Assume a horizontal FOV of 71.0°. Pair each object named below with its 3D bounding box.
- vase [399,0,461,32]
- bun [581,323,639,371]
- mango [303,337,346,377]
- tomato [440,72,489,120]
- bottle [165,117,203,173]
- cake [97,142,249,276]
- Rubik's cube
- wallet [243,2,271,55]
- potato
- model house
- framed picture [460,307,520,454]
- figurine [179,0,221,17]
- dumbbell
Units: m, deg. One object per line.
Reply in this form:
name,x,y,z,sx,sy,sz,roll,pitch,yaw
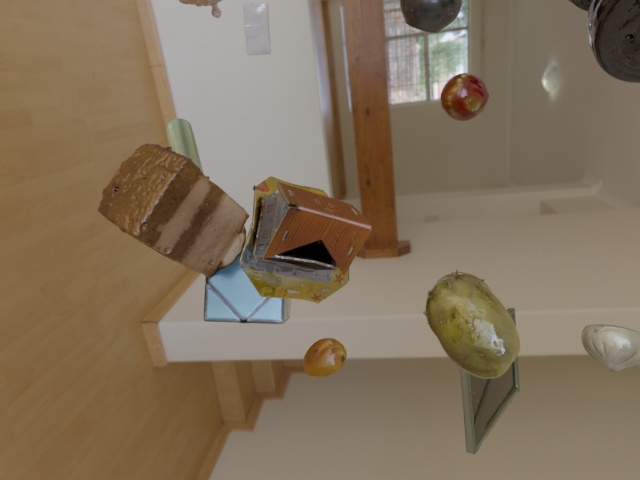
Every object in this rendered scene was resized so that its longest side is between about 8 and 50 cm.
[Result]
vase,0.223,-0.495,0.844,0.120,0.120,0.183,-79,-174,-54
bun,0.674,0.253,1.029,0.138,0.138,0.094,62,43,-67
mango,0.007,0.265,1.004,0.060,0.114,0.080,35,39,-45
tomato,0.267,-0.264,0.828,0.075,0.087,0.087,-126,-156,-58
bottle,-0.351,-0.225,1.158,0.072,0.072,0.202,71,-3,-57
cake,-0.299,-0.053,0.994,0.293,0.198,0.196,42,73,-49
Rubik's cube,-0.181,0.111,1.189,0.207,0.204,0.205,92,0,-83
wallet,-0.108,-0.360,0.769,0.011,0.044,0.083,-106,-167,-49
potato,0.180,0.097,0.545,0.070,0.091,0.138,30,24,-38
model house,0.000,0.000,0.728,0.136,0.219,0.208,-8,-110,59
framed picture,0.439,0.340,1.140,0.335,0.022,0.248,-19,105,-47
figurine,-0.290,-0.780,1.144,0.361,0.211,0.253,-57,-152,26
dumbbell,0.473,-0.391,0.669,0.185,0.185,0.389,75,17,-50
